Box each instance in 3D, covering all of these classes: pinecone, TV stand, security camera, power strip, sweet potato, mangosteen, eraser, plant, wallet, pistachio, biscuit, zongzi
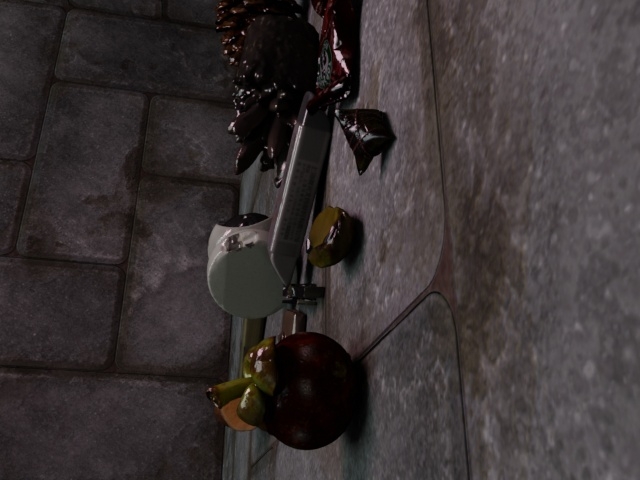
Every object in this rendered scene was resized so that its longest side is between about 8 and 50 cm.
[{"bbox_3d":[-0.151,-0.538,1.634,0.224,0.224,0.273,-153,71,-78],"label":"pinecone"},{"bbox_3d":[-0.035,0.097,1.218,0.249,0.036,0.042,160,116,-78],"label":"TV stand"},{"bbox_3d":[-0.147,0.036,1.441,0.236,0.194,0.195,-102,20,-66],"label":"security camera"},{"bbox_3d":[-0.185,0.220,1.870,0.092,0.066,0.388,-107,22,-67],"label":"power strip"},{"bbox_3d":[-0.207,0.420,1.699,0.337,0.131,0.131,132,142,-72],"label":"sweet potato"},{"bbox_3d":[-0.043,0.183,0.852,0.146,0.181,0.156,-57,-25,-70],"label":"mangosteen"},{"bbox_3d":[-0.043,-0.093,1.222,0.089,0.061,0.352,-119,43,-73],"label":"eraser"},{"bbox_3d":[-0.094,-0.277,1.351,0.194,0.181,0.321,135,144,-73],"label":"plant"},{"bbox_3d":[-0.059,0.209,1.284,0.118,0.038,0.153,168,105,-76],"label":"wallet"},{"bbox_3d":[0.017,-0.001,0.966,0.090,0.049,0.173,-62,10,0],"label":"pistachio"},{"bbox_3d":[0.018,-0.322,1.078,0.151,0.063,0.236,145,127,-76],"label":"biscuit"},{"bbox_3d":[0.055,-0.119,0.829,0.083,0.067,0.074,60,139,42],"label":"zongzi"}]

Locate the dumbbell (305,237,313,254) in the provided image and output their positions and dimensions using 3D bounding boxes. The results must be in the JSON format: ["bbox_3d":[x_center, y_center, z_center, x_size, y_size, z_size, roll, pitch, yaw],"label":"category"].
[{"bbox_3d":[0.000,0.000,1.085,0.083,0.035,0.040,123,151,-66],"label":"dumbbell"}]
